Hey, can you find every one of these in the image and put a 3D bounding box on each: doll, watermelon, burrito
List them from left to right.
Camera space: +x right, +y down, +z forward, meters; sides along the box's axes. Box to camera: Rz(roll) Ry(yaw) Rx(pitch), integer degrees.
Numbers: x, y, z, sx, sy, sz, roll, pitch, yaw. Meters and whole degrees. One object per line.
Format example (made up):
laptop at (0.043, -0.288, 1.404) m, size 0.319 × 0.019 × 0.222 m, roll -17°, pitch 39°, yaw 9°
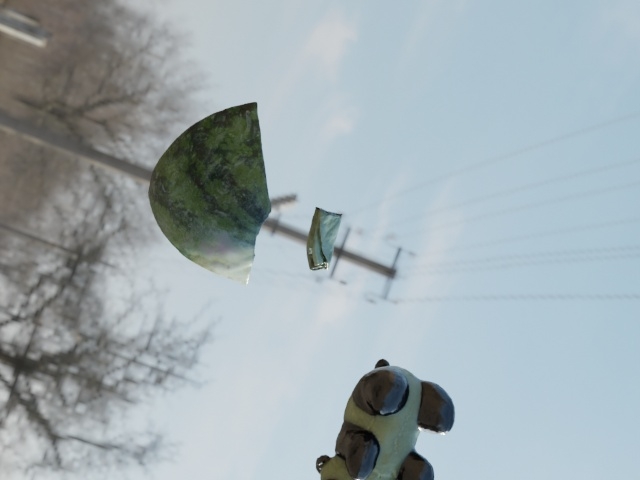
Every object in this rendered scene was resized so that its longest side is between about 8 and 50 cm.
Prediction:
watermelon at (-0.174, -0.072, 2.219) m, size 0.256 × 0.176 × 0.260 m, roll -26°, pitch -120°, yaw 27°
burrito at (0.002, 0.000, 2.267) m, size 0.044 × 0.074 × 0.118 m, roll 21°, pitch -78°, yaw 30°
doll at (0.085, 0.284, 1.781) m, size 0.135 × 0.143 × 0.234 m, roll -1°, pitch -114°, yaw 60°
